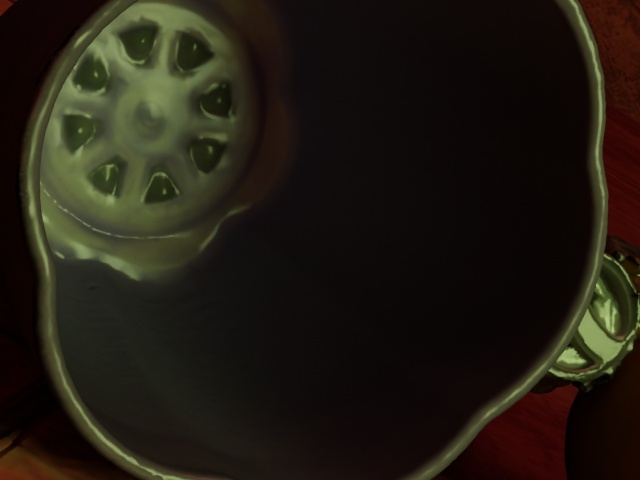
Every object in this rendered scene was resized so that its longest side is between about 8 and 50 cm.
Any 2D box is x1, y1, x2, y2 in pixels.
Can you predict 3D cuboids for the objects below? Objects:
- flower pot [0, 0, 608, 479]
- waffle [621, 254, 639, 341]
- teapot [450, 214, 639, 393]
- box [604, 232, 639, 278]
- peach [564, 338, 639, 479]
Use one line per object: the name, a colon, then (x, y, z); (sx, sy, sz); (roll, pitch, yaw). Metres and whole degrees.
flower pot: (-0.044, -0.042, 0.734); (0.265, 0.265, 0.243); (19, 6, -32)
waffle: (0.323, 0.113, 1.202); (0.302, 0.068, 0.325); (26, 13, -11)
teapot: (0.083, 0.023, 0.868); (0.107, 0.077, 0.200); (48, -15, -14)
box: (0.269, 0.034, 1.416); (0.062, 0.045, 0.098); (26, 16, -6)
peach: (0.239, 0.137, 0.815); (0.251, 0.153, 0.251); (32, 11, -7)
